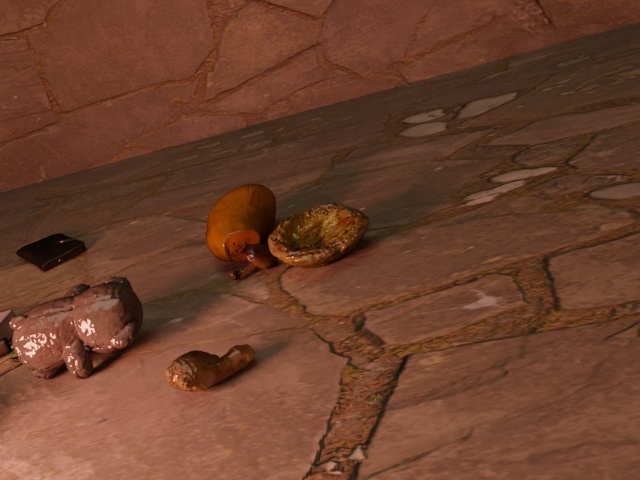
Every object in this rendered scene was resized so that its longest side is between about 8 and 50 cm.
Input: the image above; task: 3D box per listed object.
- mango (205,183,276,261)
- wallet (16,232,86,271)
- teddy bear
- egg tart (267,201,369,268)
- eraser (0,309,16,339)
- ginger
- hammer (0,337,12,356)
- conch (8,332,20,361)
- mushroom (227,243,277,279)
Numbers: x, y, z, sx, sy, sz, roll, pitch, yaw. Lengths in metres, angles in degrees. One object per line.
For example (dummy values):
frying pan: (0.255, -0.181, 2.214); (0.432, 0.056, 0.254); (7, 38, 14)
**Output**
mango: (-0.212, -0.047, 1.832); (0.187, 0.143, 0.359); (-15, 24, 18)
wallet: (-0.900, 0.032, 2.330); (0.165, 0.042, 0.310); (-32, 25, -29)
teddy bear: (-0.506, 0.181, 1.472); (0.267, 0.151, 0.235); (-16, 50, -7)
egg tart: (0.000, 0.000, 1.616); (0.232, 0.098, 0.252); (4, 33, 31)
eraser: (-0.880, 0.245, 1.749); (0.210, 0.067, 0.124); (-14, 21, 7)
ginger: (-0.202, 0.226, 1.259); (0.165, 0.067, 0.096); (-16, 17, -33)
hammer: (-0.939, 0.332, 1.611); (0.440, 0.044, 0.168); (-25, 21, -16)
conch: (-0.647, 0.226, 1.600); (0.201, 0.079, 0.094); (-30, 31, 17)
mushroom: (-0.161, 0.048, 1.652); (0.130, 0.072, 0.088); (-29, 50, -24)
